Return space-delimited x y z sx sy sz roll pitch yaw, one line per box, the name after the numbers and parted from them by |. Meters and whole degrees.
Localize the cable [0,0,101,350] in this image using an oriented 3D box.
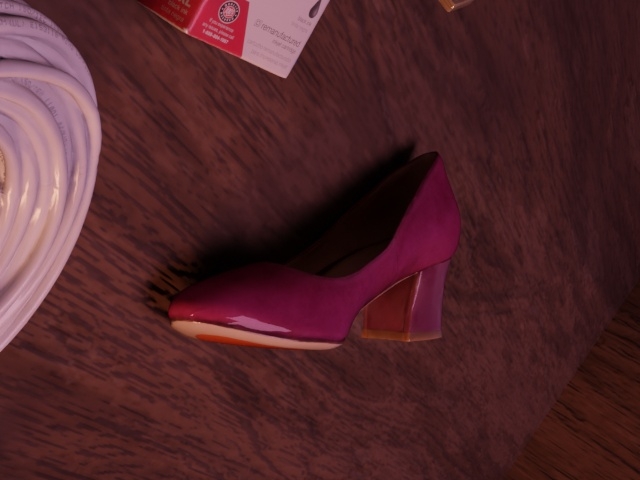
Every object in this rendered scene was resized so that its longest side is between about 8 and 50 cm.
-0.223 -0.014 0.650 0.257 0.089 0.257 -39 152 -36 | cable

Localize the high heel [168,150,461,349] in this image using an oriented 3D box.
0.000 0.000 1.144 0.377 0.127 0.181 2 89 -59 | high heel

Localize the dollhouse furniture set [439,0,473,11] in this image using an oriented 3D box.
0.147 -0.295 1.014 0.129 0.129 0.184 -29 169 -49 | dollhouse furniture set

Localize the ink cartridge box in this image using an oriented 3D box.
-0.034 -0.190 0.809 0.109 0.063 0.150 16 107 -56 | ink cartridge box
